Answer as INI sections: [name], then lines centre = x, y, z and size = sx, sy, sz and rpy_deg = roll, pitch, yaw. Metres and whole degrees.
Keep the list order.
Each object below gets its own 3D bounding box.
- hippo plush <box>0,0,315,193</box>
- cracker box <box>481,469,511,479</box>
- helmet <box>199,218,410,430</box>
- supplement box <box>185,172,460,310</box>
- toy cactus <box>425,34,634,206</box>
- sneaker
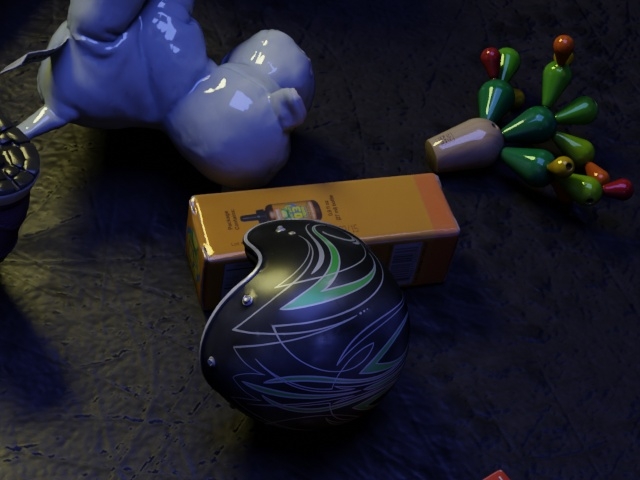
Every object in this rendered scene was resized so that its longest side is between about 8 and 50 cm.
[hippo plush]
centre = -0.114, -0.165, 1.347
size = 0.236, 0.234, 0.294
rpy_deg = 28, 37, 3
[cracker box]
centre = 0.144, 0.301, 1.108
size = 0.156, 0.067, 0.232
rpy_deg = -26, 58, -29
[helmet]
centre = -0.012, 0.075, 1.211
size = 0.169, 0.169, 0.161
rpy_deg = 6, 32, -5
[supplement box]
centre = 0.000, 0.000, 1.334
size = 0.233, 0.080, 0.078
rpy_deg = -4, 50, -16
[toy cactus]
centre = 0.194, -0.108, 1.459
size = 0.180, 0.112, 0.219
rpy_deg = -17, 63, -11
[sneaker]
centre = -0.349, -0.091, 1.273
size = 0.107, 0.124, 0.283
rpy_deg = -20, 56, -35
